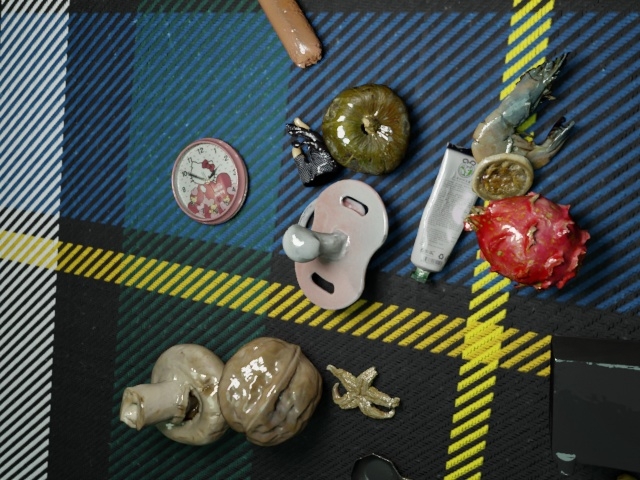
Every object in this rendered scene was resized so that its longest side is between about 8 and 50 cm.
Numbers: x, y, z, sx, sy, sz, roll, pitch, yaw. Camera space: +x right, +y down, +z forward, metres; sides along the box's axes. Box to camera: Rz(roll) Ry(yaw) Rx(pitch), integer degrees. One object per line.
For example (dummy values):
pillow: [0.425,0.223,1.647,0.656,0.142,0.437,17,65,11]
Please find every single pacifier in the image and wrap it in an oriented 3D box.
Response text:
pacifier: [0.030,0.009,1.338,0.221,0.273,0.332,23,104,2]

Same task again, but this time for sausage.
sausage: [-0.089,-0.572,1.399,0.086,0.086,0.289,-32,84,21]

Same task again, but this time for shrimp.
shrimp: [0.471,-0.261,1.203,0.178,0.075,0.289,39,100,-7]

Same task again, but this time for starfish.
starfish: [0.101,0.393,1.426,0.210,0.053,0.150,37,102,16]

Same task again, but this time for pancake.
pancake: [0.411,-0.140,1.232,0.140,0.022,0.139,4,133,4]

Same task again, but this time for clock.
clock: [-0.313,-0.165,1.538,0.245,0.056,0.244,3,97,24]

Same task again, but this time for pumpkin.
pumpkin: [0.110,-0.267,1.286,0.219,0.162,0.218,0,89,-4]

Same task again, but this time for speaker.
speaker: [0.609,0.348,1.153,0.232,0.184,0.253,1,98,22]

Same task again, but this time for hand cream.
hand cream: [0.297,-0.058,1.293,0.121,0.076,0.335,17,103,-10]

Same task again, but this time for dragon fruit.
dragon fruit: [0.438,-0.009,1.186,0.268,0.210,0.205,29,88,23]

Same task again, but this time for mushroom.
mushroom: [-0.384,0.440,1.492,0.293,0.290,0.292,3,95,28]

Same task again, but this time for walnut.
walnut: [-0.130,0.386,1.417,0.273,0.227,0.273,-6,61,11]

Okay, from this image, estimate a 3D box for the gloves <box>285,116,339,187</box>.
gloves: [-0.021,-0.236,1.394,0.106,0.129,0.180,-14,79,-1]

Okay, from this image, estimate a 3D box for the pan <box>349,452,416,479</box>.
pan: [0.181,0.626,1.415,0.202,0.048,0.128,20,103,20]

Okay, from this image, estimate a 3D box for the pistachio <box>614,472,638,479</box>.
pistachio: [0.681,0.608,1.188,0.100,0.110,0.189,3,97,53]
